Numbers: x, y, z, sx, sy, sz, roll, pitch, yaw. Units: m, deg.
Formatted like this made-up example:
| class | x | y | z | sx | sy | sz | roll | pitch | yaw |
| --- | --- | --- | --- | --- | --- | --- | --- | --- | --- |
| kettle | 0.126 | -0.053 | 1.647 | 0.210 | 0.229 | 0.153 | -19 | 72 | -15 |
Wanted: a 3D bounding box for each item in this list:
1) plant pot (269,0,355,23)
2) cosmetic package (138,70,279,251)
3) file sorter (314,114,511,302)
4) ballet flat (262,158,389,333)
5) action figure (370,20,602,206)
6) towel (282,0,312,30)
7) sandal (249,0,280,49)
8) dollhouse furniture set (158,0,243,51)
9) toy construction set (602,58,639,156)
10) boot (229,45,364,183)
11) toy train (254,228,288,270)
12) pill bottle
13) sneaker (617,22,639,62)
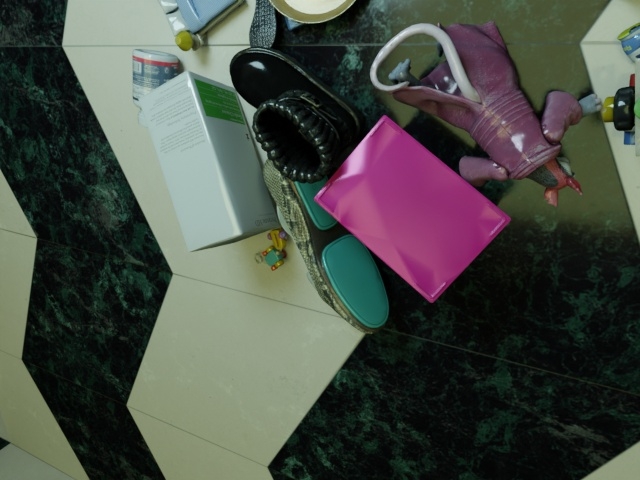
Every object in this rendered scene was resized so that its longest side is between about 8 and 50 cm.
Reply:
| class | x | y | z | sx | sy | sz | roll | pitch | yaw |
| --- | --- | --- | --- | --- | --- | --- | --- | --- | --- |
| plant pot | -0.011 | -0.558 | 0.854 | 0.237 | 0.032 | 0.236 | 4 | 106 | 13 |
| cosmetic package | -0.252 | -0.173 | 1.007 | 0.155 | 0.197 | 0.365 | -19 | 92 | 22 |
| file sorter | 0.175 | -0.060 | 0.861 | 0.291 | 0.182 | 0.202 | 42 | 98 | 7 |
| ballet flat | 0.000 | 0.000 | 1.029 | 0.182 | 0.164 | 0.482 | -26 | 90 | 53 |
| action figure | 0.307 | -0.217 | 0.721 | 0.248 | 0.276 | 0.370 | -44 | 73 | 26 |
| towel | -0.053 | -0.515 | 0.913 | 0.067 | 0.029 | 0.119 | -9 | 103 | 22 |
| sandal | -0.117 | -0.498 | 0.952 | 0.067 | 0.040 | 0.179 | 10 | 98 | 17 |
| dollhouse furniture set | -0.286 | -0.601 | 0.900 | 0.287 | 0.198 | 0.303 | -18 | 101 | 31 |
| toy construction set | 0.522 | -0.217 | 0.542 | 0.257 | 0.237 | 0.308 | 38 | 125 | 37 |
| boot | -0.086 | -0.268 | 0.868 | 0.348 | 0.260 | 0.131 | 30 | 127 | 7 |
| toy train | -0.131 | -0.005 | 1.140 | 0.125 | 0.046 | 0.166 | 27 | 125 | 34 |
| pill bottle | -0.423 | -0.386 | 1.102 | 0.108 | 0.108 | 0.180 | 21 | 117 | 18 |
| sneaker | 0.553 | -0.332 | 0.670 | 0.144 | 0.053 | 0.059 | -19 | 105 | 36 |
